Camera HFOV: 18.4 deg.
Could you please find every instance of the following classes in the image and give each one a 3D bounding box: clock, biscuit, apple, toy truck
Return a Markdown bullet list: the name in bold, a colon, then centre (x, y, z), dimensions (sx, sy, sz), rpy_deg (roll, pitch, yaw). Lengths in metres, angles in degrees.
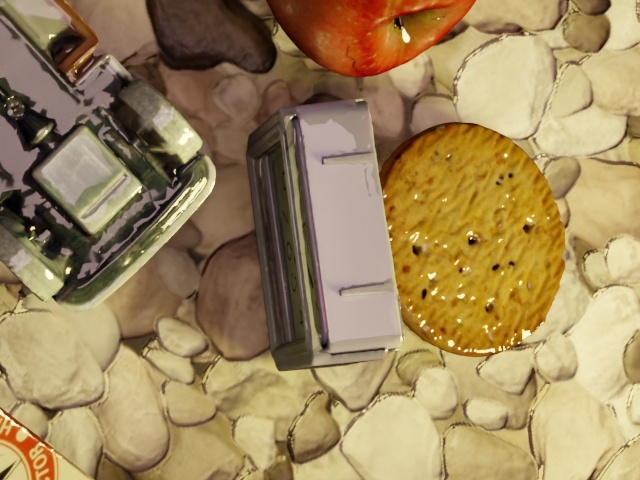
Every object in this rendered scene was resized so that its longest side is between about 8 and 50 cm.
- **clock**: centre (0.001, 0.000, 1.495), dimensions (0.073, 0.144, 0.193), rpy_deg (-6, 85, -13)
- **biscuit**: centre (0.114, -0.001, 1.557), dimensions (0.188, 0.027, 0.188), rpy_deg (6, 79, -32)
- **apple**: centre (0.035, -0.224, 1.519), dimensions (0.181, 0.181, 0.168), rpy_deg (-30, 66, -14)
- **toy truck**: centre (-0.263, -0.133, 1.418), dimensions (0.173, 0.207, 0.387), rpy_deg (-44, 102, -7)

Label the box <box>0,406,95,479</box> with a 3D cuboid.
- **box**: centre (-0.204, 0.261, 1.344), dimensions (0.214, 0.069, 0.353), rpy_deg (-56, 140, -13)
